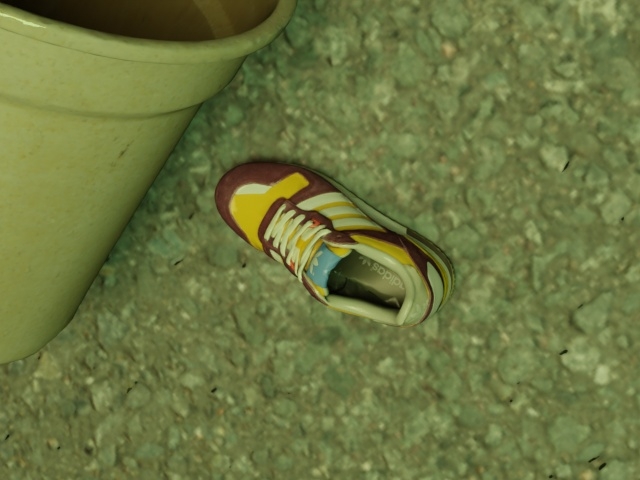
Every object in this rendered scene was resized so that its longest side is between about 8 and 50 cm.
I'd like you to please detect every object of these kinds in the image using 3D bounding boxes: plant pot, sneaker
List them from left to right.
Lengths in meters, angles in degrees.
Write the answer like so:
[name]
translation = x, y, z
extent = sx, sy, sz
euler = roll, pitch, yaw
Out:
[plant pot]
translation = -0.226, -0.095, 1.078
extent = 0.334, 0.334, 0.305
euler = 35, 121, 14
[sneaker]
translation = 0.000, 0.000, 1.105
extent = 0.185, 0.084, 0.069
euler = 25, 108, 17
